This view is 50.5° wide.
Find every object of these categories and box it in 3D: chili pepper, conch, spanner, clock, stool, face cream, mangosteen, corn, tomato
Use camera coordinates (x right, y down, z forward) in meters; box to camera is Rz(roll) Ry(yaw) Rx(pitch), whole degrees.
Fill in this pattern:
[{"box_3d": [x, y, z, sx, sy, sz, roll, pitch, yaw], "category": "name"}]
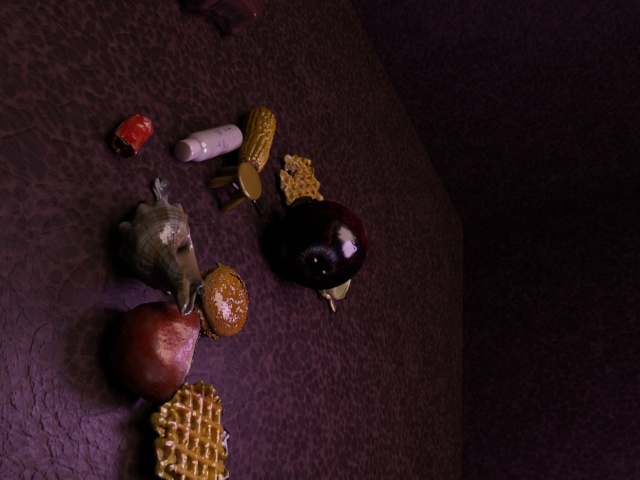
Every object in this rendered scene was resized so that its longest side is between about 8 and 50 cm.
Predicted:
[{"box_3d": [-0.445, -0.250, 1.607, 0.123, 0.073, 0.070, -69, 179, -48], "category": "chili pepper"}, {"box_3d": [-0.356, 0.039, 1.513, 0.203, 0.170, 0.386, 36, 31, -47], "category": "conch"}, {"box_3d": [-0.381, -0.013, 1.667, 0.071, 0.017, 0.301, 12, 66, -62], "category": "spanner"}, {"box_3d": [0.054, 0.136, 2.351, 0.170, 0.069, 0.232, -53, 149, -45], "category": "clock"}, {"box_3d": [-0.241, -0.155, 1.920, 0.134, 0.110, 0.135, 27, 52, -59], "category": "stool"}, {"box_3d": [-0.311, -0.267, 1.874, 0.269, 0.082, 0.082, -38, 111, -62], "category": "face cream"}, {"box_3d": [0.006, 0.006, 2.131, 0.300, 0.300, 0.300, 40, 42, -50], "category": "mangosteen"}, {"box_3d": [-0.198, -0.310, 2.067, 0.106, 0.106, 0.305, 58, 23, -32], "category": "corn"}, {"box_3d": [-0.364, 0.221, 1.431, 0.155, 0.181, 0.214, 34, 44, -33], "category": "tomato"}]

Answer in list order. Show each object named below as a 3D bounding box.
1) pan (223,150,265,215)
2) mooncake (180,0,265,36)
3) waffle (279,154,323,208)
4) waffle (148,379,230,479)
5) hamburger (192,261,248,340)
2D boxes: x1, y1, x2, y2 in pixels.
[{"box_3d": [-0.220, -0.173, 2.064, 0.235, 0.028, 0.136, 60, 27, -28], "category": "pan"}, {"box_3d": [-0.305, -0.795, 2.074, 0.326, 0.174, 0.333, 55, 31, -41], "category": "mooncake"}, {"box_3d": [-0.067, -0.173, 2.348, 0.261, 0.056, 0.250, -11, 88, -67], "category": "waffle"}, {"box_3d": [-0.283, 0.473, 1.523, 0.307, 0.060, 0.311, -7, 85, -71], "category": "waffle"}, {"box_3d": [-0.263, 0.157, 1.702, 0.191, 0.118, 0.181, -34, 104, -59], "category": "hamburger"}]
